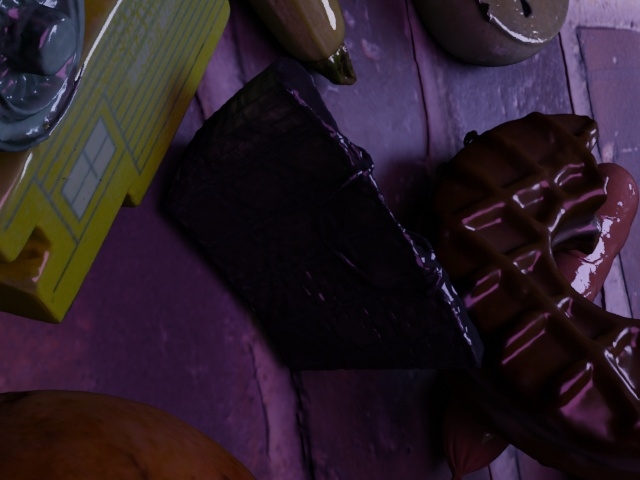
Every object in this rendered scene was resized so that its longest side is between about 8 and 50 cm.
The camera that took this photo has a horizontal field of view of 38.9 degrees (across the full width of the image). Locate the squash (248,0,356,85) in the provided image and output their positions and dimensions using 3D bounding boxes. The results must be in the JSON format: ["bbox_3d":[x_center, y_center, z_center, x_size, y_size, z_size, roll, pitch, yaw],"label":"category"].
[{"bbox_3d":[-0.028,-0.224,0.766,0.094,0.094,0.224,-49,119,-34],"label":"squash"}]

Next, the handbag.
[{"bbox_3d":[0.000,0.000,0.680,0.270,0.175,0.089,54,52,-18],"label":"handbag"}]

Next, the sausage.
[{"bbox_3d":[0.230,0.063,0.916,0.088,0.087,0.433,51,55,-21],"label":"sausage"}]

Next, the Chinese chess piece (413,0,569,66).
[{"bbox_3d":[0.176,-0.274,0.933,0.188,0.083,0.189,9,75,-36],"label":"Chinese chess piece"}]

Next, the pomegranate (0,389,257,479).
[{"bbox_3d":[-0.154,0.232,0.448,0.322,0.322,0.322,8,77,-38],"label":"pomegranate"}]

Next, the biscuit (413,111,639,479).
[{"bbox_3d":[0.220,0.051,0.798,0.268,0.115,0.366,-26,62,-23],"label":"biscuit"}]

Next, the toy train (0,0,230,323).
[{"bbox_3d":[-0.154,-0.165,0.527,0.179,0.272,0.442,16,65,11],"label":"toy train"}]
